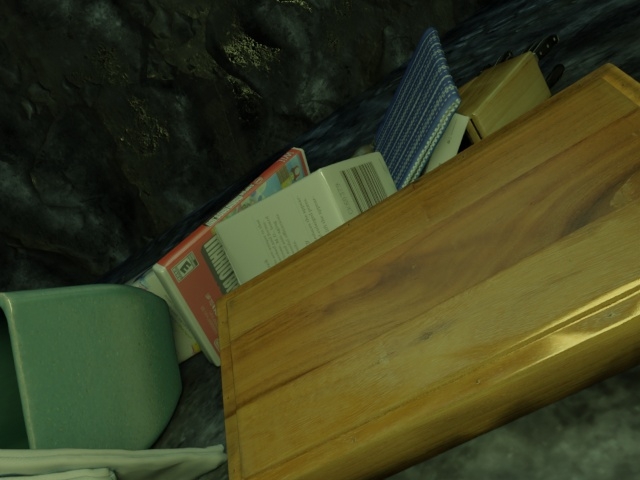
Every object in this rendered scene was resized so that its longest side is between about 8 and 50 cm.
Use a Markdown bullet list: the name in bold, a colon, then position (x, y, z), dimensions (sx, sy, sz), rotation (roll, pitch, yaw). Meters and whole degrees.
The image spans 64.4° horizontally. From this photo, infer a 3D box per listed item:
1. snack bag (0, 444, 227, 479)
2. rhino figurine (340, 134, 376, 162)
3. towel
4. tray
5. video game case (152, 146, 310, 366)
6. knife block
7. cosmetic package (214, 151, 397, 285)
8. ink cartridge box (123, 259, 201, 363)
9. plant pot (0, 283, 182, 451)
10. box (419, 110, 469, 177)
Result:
- **snack bag**: position (-0.283, 0.261, 0.411), dimensions (0.323, 0.342, 0.037), rotation (-34, 62, 6)
- **rhino figurine**: position (0.131, -0.186, 1.063), dimensions (0.243, 0.073, 0.106), rotation (-34, -1, -2)
- **towel**: position (0.146, -0.182, 0.814), dimensions (0.336, 0.040, 0.243), rotation (-82, 12, -52)
- **tray**: position (0.100, 0.042, 0.411), dimensions (0.410, 0.076, 0.203), rotation (-31, 44, 13)
- **video game case**: position (-0.096, 0.022, 0.758), dimensions (0.025, 0.204, 0.285), rotation (19, 51, 35)
- **knife block**: position (0.327, -0.252, 0.851), dimensions (0.242, 0.088, 0.276), rotation (-32, 18, 13)
- **cosmetic package**: position (0.000, 0.000, 0.643), dimensions (0.183, 0.152, 0.151), rotation (-23, 3, 37)
- **ink cartridge box**: position (-0.236, 0.108, 0.850), dimensions (0.212, 0.154, 0.093), rotation (-31, 16, 16)
- **plant pot**: position (-0.329, 0.174, 0.670), dimensions (0.247, 0.248, 0.252), rotation (-9, 2, 31)
- **box**: position (0.172, -0.142, 0.802), dimensions (0.186, 0.038, 0.145), rotation (-89, 13, -67)
